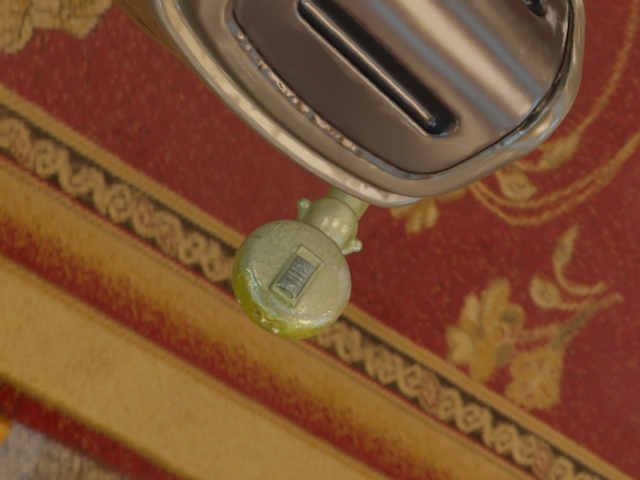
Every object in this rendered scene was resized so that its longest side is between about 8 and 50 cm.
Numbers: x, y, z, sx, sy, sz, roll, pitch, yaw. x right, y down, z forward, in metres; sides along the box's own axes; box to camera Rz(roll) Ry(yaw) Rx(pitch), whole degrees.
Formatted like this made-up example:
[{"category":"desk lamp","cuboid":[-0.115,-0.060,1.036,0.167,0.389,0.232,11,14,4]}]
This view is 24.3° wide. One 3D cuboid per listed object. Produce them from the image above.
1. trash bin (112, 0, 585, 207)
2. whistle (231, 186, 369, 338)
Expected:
[{"category":"trash bin","cuboid":[-0.005,-0.144,0.781,0.209,0.290,0.182,38,88,-32]},{"category":"whistle","cuboid":[0.000,0.000,1.285,0.104,0.198,0.057,39,146,-3]}]
